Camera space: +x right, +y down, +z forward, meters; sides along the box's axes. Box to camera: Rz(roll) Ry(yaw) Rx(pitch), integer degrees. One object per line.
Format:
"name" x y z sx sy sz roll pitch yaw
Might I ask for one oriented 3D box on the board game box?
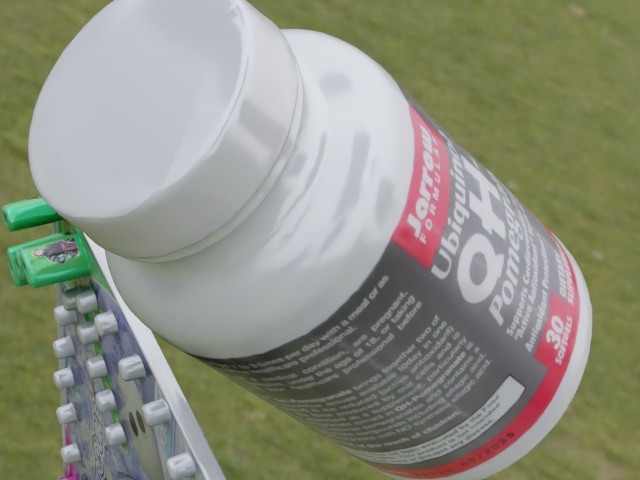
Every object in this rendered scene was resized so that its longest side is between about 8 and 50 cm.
"board game box" -0.119 0.219 1.064 0.050 0.390 0.390 -16 51 -20

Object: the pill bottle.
"pill bottle" 0.000 0.000 0.859 0.318 0.176 0.176 38 7 -47
